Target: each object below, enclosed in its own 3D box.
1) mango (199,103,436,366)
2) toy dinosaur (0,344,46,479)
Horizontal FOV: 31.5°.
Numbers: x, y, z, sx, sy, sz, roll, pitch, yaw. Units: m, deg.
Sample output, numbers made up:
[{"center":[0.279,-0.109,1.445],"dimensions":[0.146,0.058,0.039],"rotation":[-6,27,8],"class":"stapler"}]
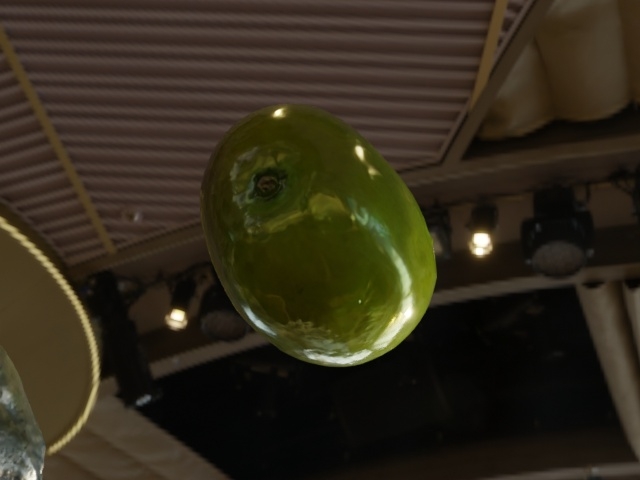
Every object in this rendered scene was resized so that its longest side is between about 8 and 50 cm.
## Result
[{"center":[-0.004,-0.005,0.508],"dimensions":[0.089,0.163,0.117],"rotation":[-37,-80,2],"class":"mango"},{"center":[-0.171,0.075,0.467],"dimensions":[0.247,0.075,0.188],"rotation":[22,-42,19],"class":"toy dinosaur"}]
